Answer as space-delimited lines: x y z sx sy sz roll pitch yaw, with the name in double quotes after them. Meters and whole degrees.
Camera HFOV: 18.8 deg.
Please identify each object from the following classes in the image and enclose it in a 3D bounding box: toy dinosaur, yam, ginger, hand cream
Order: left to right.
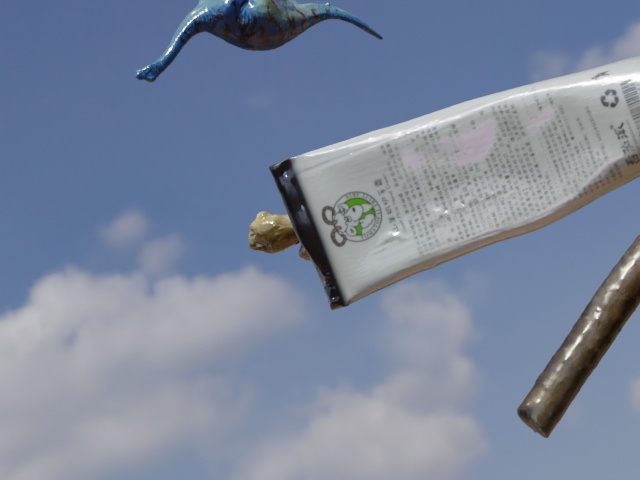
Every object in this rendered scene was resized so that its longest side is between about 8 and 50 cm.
-0.085 -0.288 2.354 0.329 0.144 0.076 -13 -2 -25 "toy dinosaur"
0.001 0.009 2.216 0.165 0.096 0.067 -2 13 10 "ginger"
0.137 -0.058 1.451 0.336 0.121 0.076 -20 -4 8 "hand cream"
0.276 0.031 1.677 0.327 0.045 0.045 -52 2 -11 "yam"
